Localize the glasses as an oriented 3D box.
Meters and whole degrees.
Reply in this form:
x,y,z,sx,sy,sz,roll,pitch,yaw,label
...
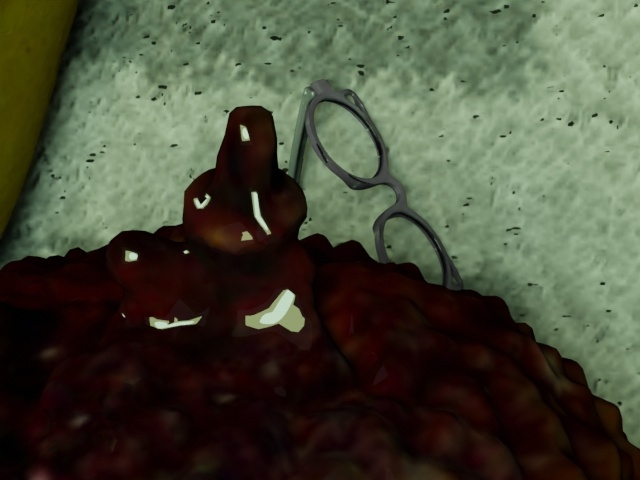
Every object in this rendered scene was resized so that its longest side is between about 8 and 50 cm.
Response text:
x,y,z,sx,sy,sz,roll,pitch,yaw,label
0.000,0.000,0.882,0.104,0.062,0.140,-35,83,35,glasses

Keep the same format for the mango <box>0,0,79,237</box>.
x,y,z,sx,sy,sz,roll,pitch,yaw,label
-0.240,-0.134,0.869,0.253,0.182,0.365,2,104,12,mango

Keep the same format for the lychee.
x,y,z,sx,sy,sz,roll,pitch,yaw,label
-0.043,0.175,0.699,0.425,0.424,0.500,14,112,13,lychee
